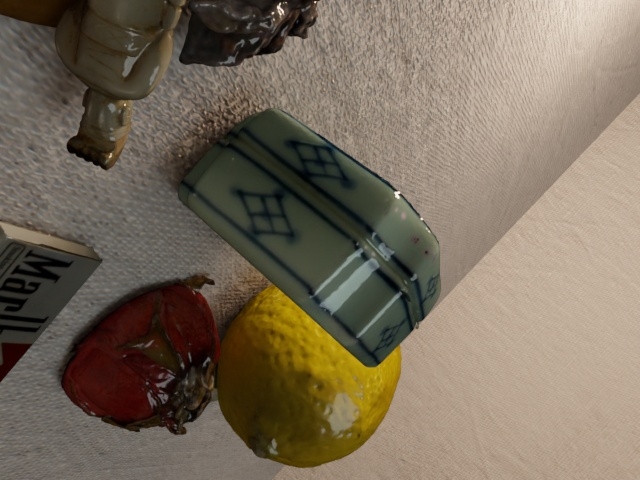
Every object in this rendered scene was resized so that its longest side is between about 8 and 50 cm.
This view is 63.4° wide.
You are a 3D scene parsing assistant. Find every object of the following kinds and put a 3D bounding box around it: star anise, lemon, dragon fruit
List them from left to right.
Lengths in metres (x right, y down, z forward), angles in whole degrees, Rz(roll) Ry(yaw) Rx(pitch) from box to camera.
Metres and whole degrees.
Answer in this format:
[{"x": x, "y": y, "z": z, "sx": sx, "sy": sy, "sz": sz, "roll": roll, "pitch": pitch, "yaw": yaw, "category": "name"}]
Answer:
[{"x": -0.211, "y": 0.183, "z": 0.704, "sx": 0.223, "sy": 0.148, "sz": 0.218, "roll": -23, "pitch": 146, "yaw": -44, "category": "dragon fruit"}, {"x": -0.029, "y": -0.227, "z": 0.419, "sx": 0.209, "sy": 0.089, "sz": 0.231, "roll": -55, "pitch": -173, "yaw": -23, "category": "star anise"}, {"x": -0.017, "y": 0.214, "z": 0.899, "sx": 0.336, "sy": 0.336, "sz": 0.336, "roll": -38, "pitch": 155, "yaw": -21, "category": "lemon"}]

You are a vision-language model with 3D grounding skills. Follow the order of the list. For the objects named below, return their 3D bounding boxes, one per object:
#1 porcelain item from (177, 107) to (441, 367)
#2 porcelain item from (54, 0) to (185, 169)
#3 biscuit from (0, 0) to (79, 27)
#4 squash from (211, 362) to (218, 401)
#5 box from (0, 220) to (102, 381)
[{"x": 0.000, "y": 0.000, "z": 0.611, "sx": 0.157, "sy": 0.286, "sz": 0.281, "roll": -47, "pitch": 155, "yaw": -8, "category": "porcelain item"}, {"x": -0.132, "y": -0.142, "z": 0.347, "sx": 0.213, "sy": 0.084, "sz": 0.054, "roll": -61, "pitch": -178, "yaw": 38, "category": "porcelain item"}, {"x": -0.139, "y": -0.246, "z": 0.299, "sx": 0.262, "sy": 0.037, "sz": 0.262, "roll": -38, "pitch": 156, "yaw": -21, "category": "biscuit"}, {"x": -0.177, "y": 0.271, "z": 1.003, "sx": 0.069, "sy": 0.069, "sz": 0.239, "roll": -49, "pitch": 157, "yaw": 3, "category": "squash"}, {"x": -0.309, "y": 0.066, "z": 0.494, "sx": 0.177, "sy": 0.036, "sz": 0.115, "roll": -49, "pitch": 157, "yaw": 2, "category": "box"}]
